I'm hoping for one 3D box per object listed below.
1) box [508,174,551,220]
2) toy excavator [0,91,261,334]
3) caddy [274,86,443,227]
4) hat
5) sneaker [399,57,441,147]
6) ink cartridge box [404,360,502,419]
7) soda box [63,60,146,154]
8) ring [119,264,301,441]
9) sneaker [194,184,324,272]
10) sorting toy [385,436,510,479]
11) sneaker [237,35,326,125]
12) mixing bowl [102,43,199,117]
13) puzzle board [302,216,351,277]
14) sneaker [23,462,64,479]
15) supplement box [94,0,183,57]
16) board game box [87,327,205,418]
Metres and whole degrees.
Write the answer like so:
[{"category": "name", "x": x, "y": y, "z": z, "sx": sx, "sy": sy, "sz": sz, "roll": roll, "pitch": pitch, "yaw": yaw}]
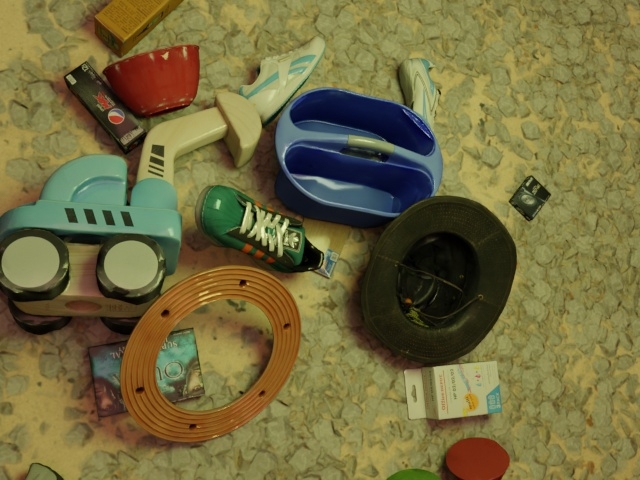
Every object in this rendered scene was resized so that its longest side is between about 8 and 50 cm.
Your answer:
[{"category": "box", "x": 0.472, "y": -0.096, "z": 1.528, "sx": 0.067, "sy": 0.018, "sz": 0.083, "roll": 44, "pitch": 70, "yaw": -6}, {"category": "toy excavator", "x": -0.317, "y": -0.077, "z": 1.182, "sx": 0.434, "sy": 0.222, "sz": 0.444, "roll": 3, "pitch": 67, "yaw": -15}, {"category": "caddy", "x": 0.068, "y": -0.160, "z": 1.319, "sx": 0.342, "sy": 0.179, "sz": 0.241, "roll": 9, "pitch": 74, "yaw": -17}, {"category": "hat", "x": 0.221, "y": 0.068, "z": 1.348, "sx": 0.332, "sy": 0.134, "sz": 0.331, "roll": -2, "pitch": 101, "yaw": -10}, {"category": "sneaker", "x": 0.221, "y": -0.277, "z": 1.446, "sx": 0.086, "sy": 0.085, "sz": 0.237, "roll": -2, "pitch": 81, "yaw": -8}, {"category": "ink cartridge box", "x": 0.266, "y": 0.301, "z": 1.361, "sx": 0.182, "sy": 0.061, "sz": 0.104, "roll": -2, "pitch": 80, "yaw": -18}, {"category": "soda box", "x": -0.395, "y": -0.243, "z": 1.253, "sx": 0.053, "sy": 0.060, "sz": 0.169, "roll": -41, "pitch": 93, "yaw": -15}, {"category": "ring", "x": -0.182, "y": 0.195, "z": 1.171, "sx": 0.337, "sy": 0.032, "sz": 0.336, "roll": -14, "pitch": 118, "yaw": -28}, {"category": "sneaker", "x": -0.093, "y": -0.016, "z": 1.183, "sx": 0.121, "sy": 0.302, "sz": 0.108, "roll": 5, "pitch": 75, "yaw": 29}, {"category": "sorting toy", "x": 0.204, "y": 0.514, "z": 1.297, "sx": 0.366, "sy": 0.127, "sz": 0.126, "roll": -21, "pitch": 116, "yaw": -18}, {"category": "sneaker", "x": -0.072, "y": -0.341, "z": 1.365, "sx": 0.092, "sy": 0.087, "sz": 0.228, "roll": 40, "pitch": 69, "yaw": -5}, {"category": "mixing bowl", "x": -0.294, "y": -0.284, "z": 1.243, "sx": 0.182, "sy": 0.181, "sz": 0.098, "roll": -20, "pitch": 99, "yaw": -20}, {"category": "puzzle board", "x": 0.000, "y": 0.000, "z": 1.361, "sx": 0.097, "sy": 0.011, "sz": 0.128, "roll": 26, "pitch": 73, "yaw": -13}, {"category": "sneaker", "x": -0.514, "y": 0.470, "z": 1.067, "sx": 0.108, "sy": 0.100, "sz": 0.271, "roll": 42, "pitch": 66, "yaw": 9}, {"category": "supplement box", "x": -0.330, "y": -0.464, "z": 1.310, "sx": 0.080, "sy": 0.078, "sz": 0.233, "roll": 39, "pitch": 70, "yaw": -7}, {"category": "board game box", "x": -0.308, "y": 0.234, "z": 1.207, "sx": 0.186, "sy": 0.026, "sz": 0.126, "roll": -9, "pitch": 82, "yaw": -19}]
